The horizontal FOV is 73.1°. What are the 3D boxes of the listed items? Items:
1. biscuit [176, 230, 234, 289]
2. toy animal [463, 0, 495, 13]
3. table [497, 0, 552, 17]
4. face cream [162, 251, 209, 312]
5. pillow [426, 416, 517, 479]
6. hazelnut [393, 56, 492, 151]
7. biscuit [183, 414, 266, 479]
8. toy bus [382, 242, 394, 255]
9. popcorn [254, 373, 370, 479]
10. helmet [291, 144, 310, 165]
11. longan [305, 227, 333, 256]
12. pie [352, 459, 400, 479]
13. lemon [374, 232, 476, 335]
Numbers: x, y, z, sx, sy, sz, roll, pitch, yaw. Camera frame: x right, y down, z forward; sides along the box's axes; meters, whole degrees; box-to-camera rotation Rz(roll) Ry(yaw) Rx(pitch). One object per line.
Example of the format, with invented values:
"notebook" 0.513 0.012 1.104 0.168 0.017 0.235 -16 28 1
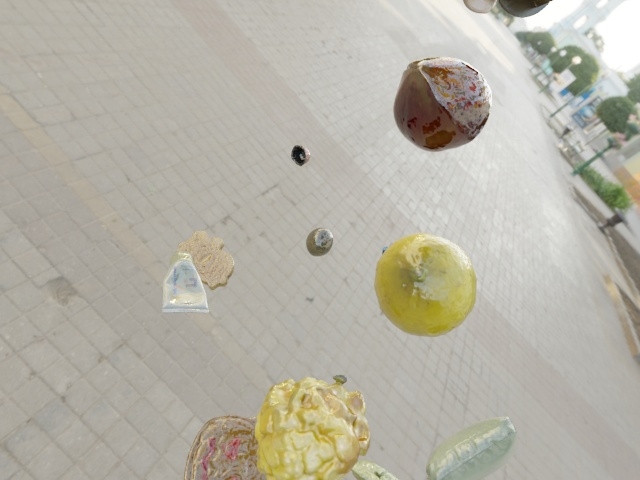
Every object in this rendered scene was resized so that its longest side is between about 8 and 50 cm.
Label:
"biscuit" -0.372 0.065 1.428 0.225 0.036 0.166 38 64 20
"toy animal" 0.286 -0.531 0.680 0.212 0.256 0.195 -17 82 -50
"table" 0.556 -0.658 1.065 0.167 0.167 0.227 41 16 -12
"face cream" -0.369 0.119 1.172 0.114 0.070 0.224 4 30 -23
"pillow" 0.410 0.575 1.162 0.120 0.255 0.322 59 4 36
"hazelnut" 0.240 -0.291 0.888 0.208 0.208 0.208 30 37 -26
"biscuit" -0.198 0.562 1.045 0.256 0.049 0.273 5 51 -20
"toy bus" 0.276 0.055 1.291 0.090 0.184 0.107 3 81 -60
"popcorn" -0.013 0.282 0.641 0.179 0.170 0.180 24 12 -5
"helmet" -0.058 -0.288 1.474 0.049 0.065 0.084 -3 40 -43
"longan" 0.000 0.000 1.536 0.106 0.106 0.119 41 47 -11
"pie" 0.219 0.913 1.655 0.090 0.247 0.201 -60 145 -22
"lemon" 0.255 0.112 1.052 0.246 0.245 0.320 66 10 25
